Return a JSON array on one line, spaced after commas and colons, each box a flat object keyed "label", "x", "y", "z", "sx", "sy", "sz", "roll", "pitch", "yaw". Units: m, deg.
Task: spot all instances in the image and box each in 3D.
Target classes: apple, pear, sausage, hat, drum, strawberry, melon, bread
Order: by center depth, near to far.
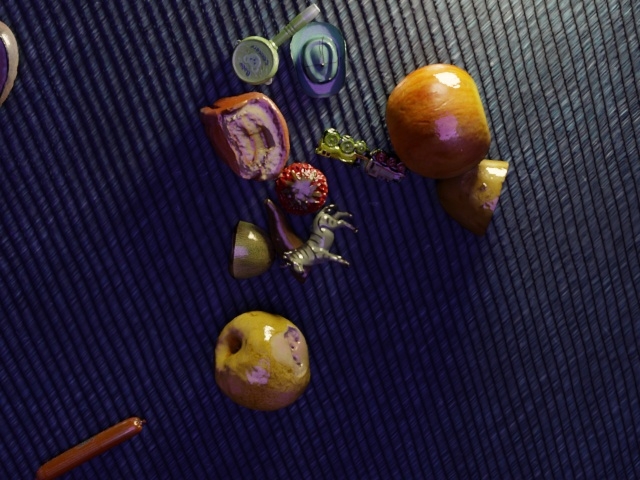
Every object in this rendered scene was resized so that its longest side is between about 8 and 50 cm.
[{"label": "drum", "x": -0.123, "y": -0.497, "z": 1.860, "sx": 0.130, "sy": 0.049, "sz": 0.253, "roll": 36, "pitch": 102, "yaw": -2}, {"label": "apple", "x": 0.289, "y": -0.288, "z": 1.873, "sx": 0.233, "sy": 0.286, "sz": 0.286, "roll": -18, "pitch": 107, "yaw": 15}, {"label": "hat", "x": 0.000, "y": -0.447, "z": 1.888, "sx": 0.138, "sy": 0.078, "sz": 0.191, "roll": -10, "pitch": 105, "yaw": 0}, {"label": "bread", "x": -0.172, "y": -0.252, "z": 1.896, "sx": 0.190, "sy": 0.123, "sz": 0.244, "roll": -28, "pitch": 107, "yaw": -1}, {"label": "strawberry", "x": -0.050, "y": -0.129, "z": 1.962, "sx": 0.145, "sy": 0.086, "sz": 0.145, "roll": -2, "pitch": 103, "yaw": -8}, {"label": "pear", "x": -0.146, "y": 0.318, "z": 1.985, "sx": 0.271, "sy": 0.271, "sz": 0.271, "roll": -2, "pitch": 105, "yaw": -7}, {"label": "melon", "x": -0.177, "y": 0.035, "z": 1.990, "sx": 0.128, "sy": 0.079, "sz": 0.160, "roll": 2, "pitch": 104, "yaw": -6}, {"label": "sausage", "x": -0.634, "y": 0.573, "z": 2.084, "sx": 0.347, "sy": 0.053, "sz": 0.053, "roll": -28, "pitch": 106, "yaw": 1}]

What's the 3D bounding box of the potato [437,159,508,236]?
[{"label": "potato", "x": 0.384, "y": -0.126, "z": 1.985, "sx": 0.158, "sy": 0.178, "sz": 0.203, "roll": 15, "pitch": 117, "yaw": 6}]

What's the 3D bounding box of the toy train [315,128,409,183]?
[{"label": "toy train", "x": 0.114, "y": -0.217, "z": 1.978, "sx": 0.249, "sy": 0.053, "sz": 0.085, "roll": 20, "pitch": 109, "yaw": -12}]

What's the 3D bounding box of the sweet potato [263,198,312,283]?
[{"label": "sweet potato", "x": -0.089, "y": -0.002, "z": 1.998, "sx": 0.077, "sy": 0.077, "sz": 0.244, "roll": -27, "pitch": 101, "yaw": 0}]

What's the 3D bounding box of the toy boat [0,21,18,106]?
[{"label": "toy boat", "x": -0.796, "y": -0.418, "z": 1.806, "sx": 0.155, "sy": 0.085, "sz": 0.227, "roll": 25, "pitch": 111, "yaw": -4}]

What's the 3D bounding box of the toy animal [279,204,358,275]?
[{"label": "toy animal", "x": -0.002, "y": 0.002, "z": 1.969, "sx": 0.176, "sy": 0.073, "sz": 0.217, "roll": 18, "pitch": 74, "yaw": -14}]
